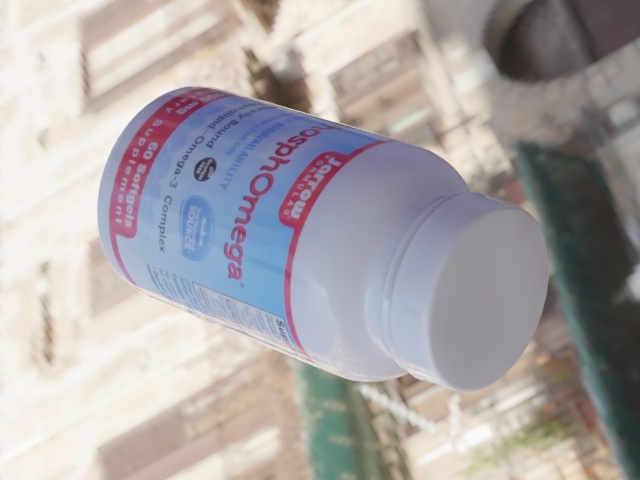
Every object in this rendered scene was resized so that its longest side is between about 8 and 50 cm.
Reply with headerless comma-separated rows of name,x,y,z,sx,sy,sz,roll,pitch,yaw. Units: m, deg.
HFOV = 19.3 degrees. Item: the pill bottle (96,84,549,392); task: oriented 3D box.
pill bottle,0.000,0.000,0.683,0.160,0.087,0.087,19,164,41
